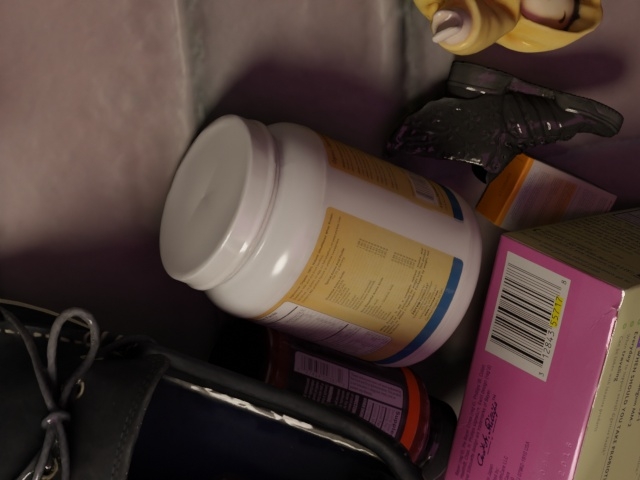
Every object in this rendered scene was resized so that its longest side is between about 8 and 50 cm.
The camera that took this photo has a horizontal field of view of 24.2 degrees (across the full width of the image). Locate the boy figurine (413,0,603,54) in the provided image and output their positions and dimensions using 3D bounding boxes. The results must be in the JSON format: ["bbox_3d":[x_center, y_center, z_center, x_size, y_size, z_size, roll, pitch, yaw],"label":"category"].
[{"bbox_3d":[0.101,-0.203,1.036,0.285,0.092,0.177,35,50,-44],"label":"boy figurine"}]

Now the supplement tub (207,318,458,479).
[{"bbox_3d":[0.012,0.132,1.161,0.198,0.106,0.106,22,101,-30],"label":"supplement tub"}]

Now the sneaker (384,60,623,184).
[{"bbox_3d":[0.142,-0.082,1.146,0.170,0.051,0.089,17,92,-8],"label":"sneaker"}]

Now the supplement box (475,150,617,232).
[{"bbox_3d":[0.183,-0.030,1.207,0.098,0.036,0.062,22,101,-29],"label":"supplement box"}]

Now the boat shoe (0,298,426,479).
[{"bbox_3d":[-0.150,0.138,0.976,0.500,0.156,0.187,16,71,-2],"label":"boat shoe"}]

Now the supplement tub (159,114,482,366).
[{"bbox_3d":[0.000,0.000,1.076,0.199,0.144,0.144,21,101,-29],"label":"supplement tub"}]

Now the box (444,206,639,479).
[{"bbox_3d":[0.236,0.096,1.189,0.243,0.117,0.214,-10,118,-44],"label":"box"}]
